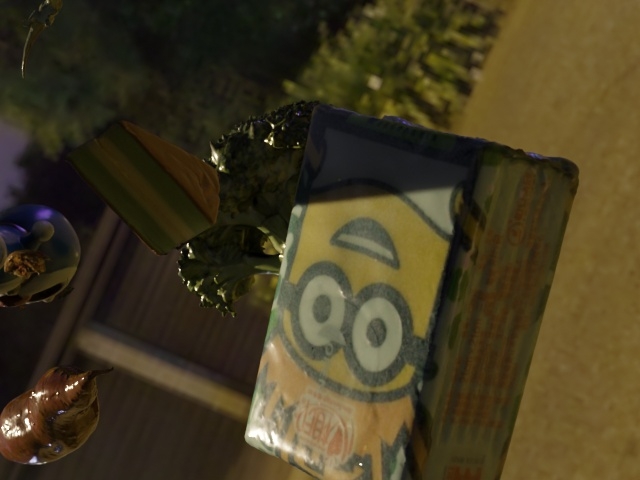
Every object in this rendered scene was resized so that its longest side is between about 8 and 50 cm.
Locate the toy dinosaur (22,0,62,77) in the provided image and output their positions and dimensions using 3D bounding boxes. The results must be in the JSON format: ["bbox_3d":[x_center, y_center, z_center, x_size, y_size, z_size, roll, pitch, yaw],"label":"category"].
[{"bbox_3d":[-0.383,-0.311,2.193,0.180,0.037,0.058,-55,-4,5],"label":"toy dinosaur"}]

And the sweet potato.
[{"bbox_3d":[-0.170,0.110,1.027,0.195,0.056,0.056,-43,22,57],"label":"sweet potato"}]

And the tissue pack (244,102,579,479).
[{"bbox_3d":[0.069,0.058,1.310,0.228,0.128,0.310,19,97,51],"label":"tissue pack"}]

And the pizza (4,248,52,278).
[{"bbox_3d":[-0.324,0.026,1.741,0.083,0.037,0.016,-12,37,45],"label":"pizza"}]

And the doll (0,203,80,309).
[{"bbox_3d":[-0.460,0.028,2.372,0.215,0.161,0.257,-23,-1,21],"label":"doll"}]

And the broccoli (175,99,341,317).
[{"bbox_3d":[-0.002,-0.030,2.316,0.275,0.397,0.353,-31,-46,-34],"label":"broccoli"}]

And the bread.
[{"bbox_3d":[-0.161,-0.066,1.438,0.074,0.139,0.084,-32,31,19],"label":"bread"}]
